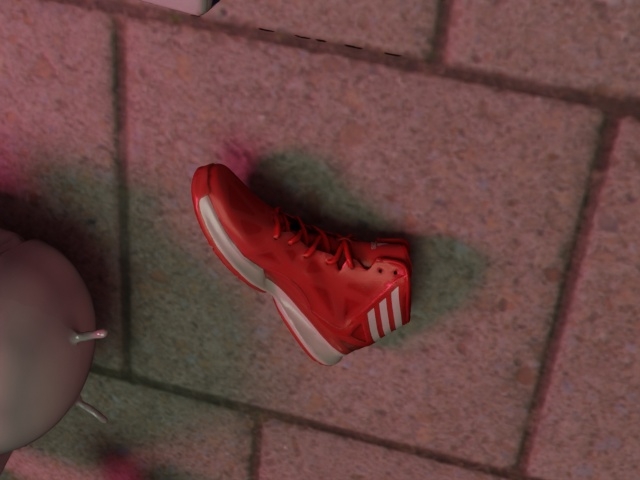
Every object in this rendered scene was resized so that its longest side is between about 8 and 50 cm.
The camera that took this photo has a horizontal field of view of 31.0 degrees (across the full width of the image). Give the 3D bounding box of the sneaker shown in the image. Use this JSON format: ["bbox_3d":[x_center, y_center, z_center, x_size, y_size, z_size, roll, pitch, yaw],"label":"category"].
[{"bbox_3d":[0.000,0.000,0.960,0.128,0.087,0.221,-27,124,22],"label":"sneaker"}]

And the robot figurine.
[{"bbox_3d":[-0.356,0.072,1.040,0.354,0.199,0.300,17,146,7],"label":"robot figurine"}]

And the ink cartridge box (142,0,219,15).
[{"bbox_3d":[-0.204,-0.339,0.740,0.330,0.071,0.324,17,128,11],"label":"ink cartridge box"}]

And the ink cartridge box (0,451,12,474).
[{"bbox_3d":[-0.411,0.200,1.096,0.166,0.332,0.065,17,84,7],"label":"ink cartridge box"}]
